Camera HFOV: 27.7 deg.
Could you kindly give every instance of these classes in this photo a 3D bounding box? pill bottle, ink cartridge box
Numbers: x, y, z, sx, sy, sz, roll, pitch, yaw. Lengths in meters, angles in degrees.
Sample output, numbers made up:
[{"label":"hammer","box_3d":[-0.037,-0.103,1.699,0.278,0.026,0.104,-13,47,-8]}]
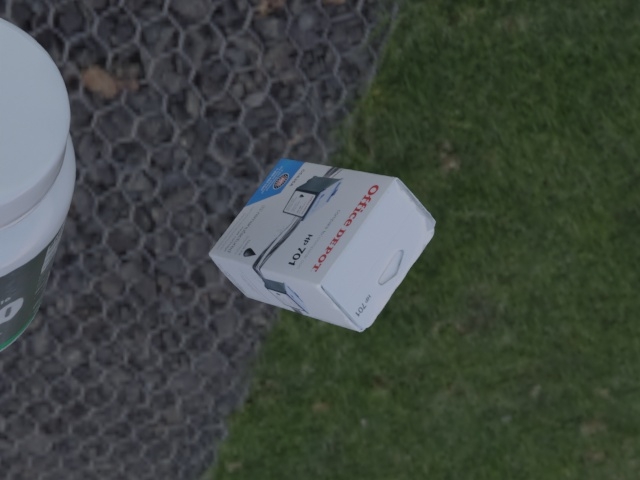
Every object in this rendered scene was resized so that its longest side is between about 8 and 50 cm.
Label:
[{"label":"pill bottle","box_3d":[-0.319,-0.034,1.107,0.204,0.204,0.361,4,157,-16]},{"label":"ink cartridge box","box_3d":[0.000,0.000,1.308,0.082,0.190,0.140,48,68,-33]}]
